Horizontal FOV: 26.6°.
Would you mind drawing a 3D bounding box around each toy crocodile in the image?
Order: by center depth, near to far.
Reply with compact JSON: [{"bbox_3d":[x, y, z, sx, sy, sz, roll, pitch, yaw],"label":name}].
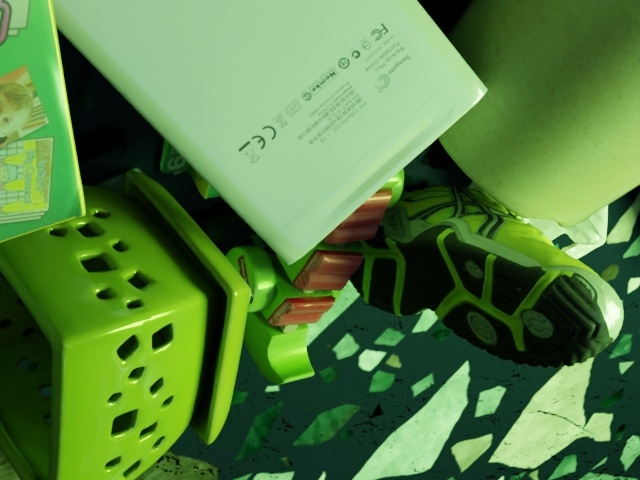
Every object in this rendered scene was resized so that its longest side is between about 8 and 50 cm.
[{"bbox_3d":[0.000,0.000,1.302,0.115,0.105,0.340,-2,135,-35],"label":"toy crocodile"}]

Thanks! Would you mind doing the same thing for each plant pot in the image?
[{"bbox_3d":[-0.196,0.078,1.224,0.207,0.228,0.227,-16,135,-32],"label":"plant pot"},{"bbox_3d":[0.267,-0.184,1.245,0.334,0.334,0.305,7,140,-40],"label":"plant pot"}]

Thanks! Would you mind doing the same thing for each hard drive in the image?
[{"bbox_3d":[-0.054,-0.174,1.110,0.233,0.047,0.353,-41,117,4],"label":"hard drive"}]

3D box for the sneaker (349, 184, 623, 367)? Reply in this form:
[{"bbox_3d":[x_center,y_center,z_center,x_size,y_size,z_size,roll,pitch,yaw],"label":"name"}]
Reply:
[{"bbox_3d":[0.159,0.008,1.321,0.147,0.384,0.145,-34,119,-21],"label":"sneaker"}]

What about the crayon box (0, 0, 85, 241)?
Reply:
[{"bbox_3d":[-0.256,-0.219,0.774,0.106,0.313,0.363,-18,126,-22],"label":"crayon box"}]

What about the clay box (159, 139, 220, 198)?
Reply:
[{"bbox_3d":[-0.036,-0.111,1.283,0.222,0.053,0.127,-11,135,-29],"label":"clay box"}]

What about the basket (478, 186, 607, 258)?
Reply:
[{"bbox_3d":[0.244,-0.057,1.499,0.113,0.103,0.167,-26,140,-13],"label":"basket"}]
